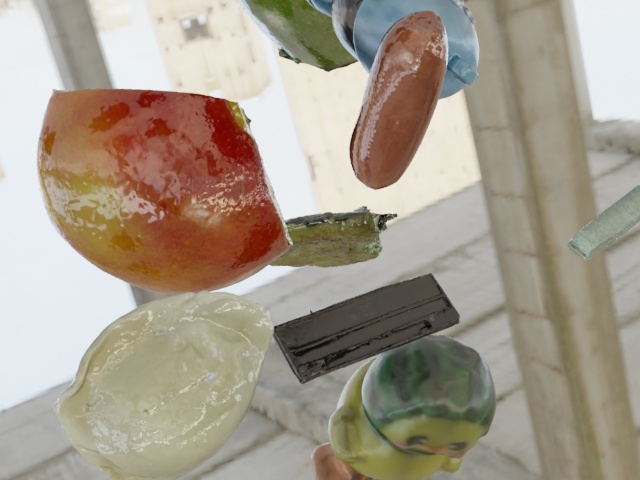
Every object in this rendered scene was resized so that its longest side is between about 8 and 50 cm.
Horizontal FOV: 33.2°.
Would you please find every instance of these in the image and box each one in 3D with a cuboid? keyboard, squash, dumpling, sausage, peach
[{"bbox_3d":[0.059,0.102,1.324,0.251,0.017,0.087,-18,-118,-31],"label":"keyboard"},{"bbox_3d":[-0.038,-0.432,1.531,0.310,0.310,0.309,-5,169,27],"label":"squash"},{"bbox_3d":[-0.164,0.148,1.101,0.252,0.179,0.131,-48,-153,13],"label":"dumpling"},{"bbox_3d":[0.074,-0.130,1.021,0.077,0.194,0.077,8,-136,-8],"label":"sausage"},{"bbox_3d":[-0.219,-0.067,1.546,0.381,0.306,0.242,7,-170,-4],"label":"peach"}]

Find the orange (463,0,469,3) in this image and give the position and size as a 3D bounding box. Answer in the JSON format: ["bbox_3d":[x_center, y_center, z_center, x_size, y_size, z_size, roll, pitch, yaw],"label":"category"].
[{"bbox_3d":[0.152,-0.372,1.379,0.156,0.156,0.124,-7,-178,21],"label":"orange"}]

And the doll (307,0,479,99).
[{"bbox_3d":[0.083,-0.268,1.261,0.141,0.177,0.314,-47,-128,9],"label":"doll"}]

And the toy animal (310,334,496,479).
[{"bbox_3d":[0.124,0.249,1.575,0.216,0.338,0.191,9,-125,-18],"label":"toy animal"}]

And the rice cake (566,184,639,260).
[{"bbox_3d":[0.332,-0.026,1.178,0.171,0.029,0.033,-30,-118,-35],"label":"rice cake"}]

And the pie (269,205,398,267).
[{"bbox_3d":[0.000,0.000,2.137,0.297,0.078,0.371,-8,170,-3],"label":"pie"}]
